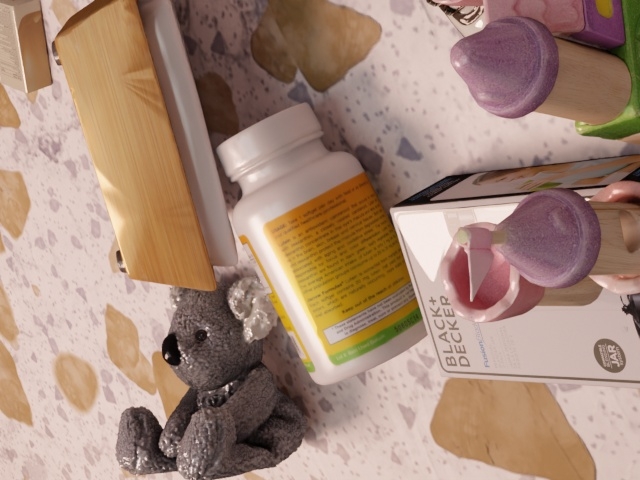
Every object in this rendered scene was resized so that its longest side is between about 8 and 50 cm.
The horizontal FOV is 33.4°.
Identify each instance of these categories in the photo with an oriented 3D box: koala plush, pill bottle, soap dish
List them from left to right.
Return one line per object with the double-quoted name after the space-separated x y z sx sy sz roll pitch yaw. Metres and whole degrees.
-0.174 -0.111 1.076 0.229 0.118 0.291 -117 12 -70 "soap dish"
-0.117 0.148 1.228 0.196 0.203 0.221 -10 83 49 "koala plush"
0.000 0.000 1.017 0.136 0.136 0.246 -24 94 50 "pill bottle"

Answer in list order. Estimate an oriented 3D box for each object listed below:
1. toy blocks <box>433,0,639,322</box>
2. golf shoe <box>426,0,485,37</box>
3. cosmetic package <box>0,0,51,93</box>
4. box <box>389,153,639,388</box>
0.169 -0.109 0.608 0.309 0.260 0.289 -13 78 45 "toy blocks"
0.099 -0.202 0.830 0.198 0.094 0.077 54 139 5 "golf shoe"
-0.377 -0.249 1.340 0.060 0.041 0.115 24 128 35 "cosmetic package"
0.207 0.026 0.855 0.290 0.087 0.169 -2 110 47 "box"
